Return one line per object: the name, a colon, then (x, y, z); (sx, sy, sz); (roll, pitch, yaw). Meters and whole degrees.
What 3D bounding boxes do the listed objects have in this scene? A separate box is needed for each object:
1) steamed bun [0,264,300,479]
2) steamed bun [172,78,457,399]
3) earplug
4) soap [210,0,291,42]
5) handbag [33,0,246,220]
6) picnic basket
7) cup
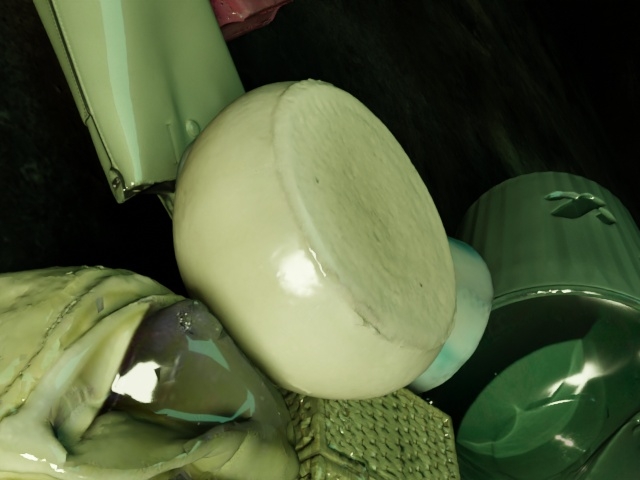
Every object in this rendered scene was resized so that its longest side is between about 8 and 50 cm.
steamed bun: (-0.120, 0.147, 0.477); (0.320, 0.206, 0.275); (46, 30, -30)
steamed bun: (-0.013, 0.008, 0.612); (0.232, 0.145, 0.232); (39, 36, -36)
earplug: (0.000, 0.000, 0.805); (0.324, 0.185, 0.185); (38, 36, -36)
soap: (-0.120, -0.321, 1.015); (0.162, 0.099, 0.250); (61, 28, -13)
handbag: (-0.136, -0.134, 0.812); (0.241, 0.109, 0.315); (-24, 88, -60)
picnic basket: (0.015, 0.201, 0.709); (0.196, 0.134, 0.154); (38, 32, -35)
cup: (0.306, 0.142, 1.056); (0.401, 0.310, 0.392); (56, 24, -18)
